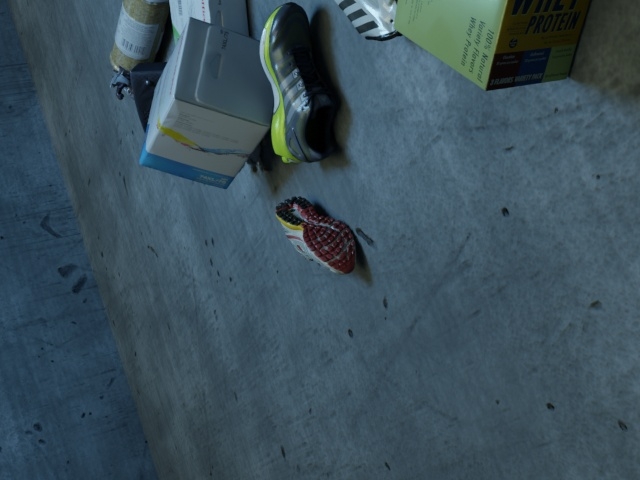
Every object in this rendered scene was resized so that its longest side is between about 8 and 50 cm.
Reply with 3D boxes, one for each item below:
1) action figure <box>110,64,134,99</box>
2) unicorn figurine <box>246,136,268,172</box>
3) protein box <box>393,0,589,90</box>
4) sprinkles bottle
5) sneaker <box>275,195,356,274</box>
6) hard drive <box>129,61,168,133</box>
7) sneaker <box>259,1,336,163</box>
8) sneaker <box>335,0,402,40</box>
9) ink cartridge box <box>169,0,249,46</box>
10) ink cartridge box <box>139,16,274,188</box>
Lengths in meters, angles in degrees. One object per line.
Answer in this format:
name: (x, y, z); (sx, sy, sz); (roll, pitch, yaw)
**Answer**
action figure: (-0.433, -0.363, 2.233); (0.285, 0.185, 0.099); (26, 95, 51)
unicorn figurine: (-0.150, -0.190, 1.906); (0.111, 0.060, 0.162); (53, 131, 53)
protein box: (0.214, -0.322, 1.086); (0.201, 0.135, 0.200); (47, 140, 43)
sprinkles bottle: (-0.443, -0.553, 2.201); (0.121, 0.121, 0.355); (66, 150, 18)
sneaker: (0.000, 0.000, 1.699); (0.225, 0.088, 0.093); (44, 159, 45)
hard drive: (-0.334, -0.309, 2.034); (0.255, 0.171, 0.054); (85, -176, -52)
sneaker: (-0.027, -0.280, 1.603); (0.121, 0.111, 0.300); (16, 122, 47)
sneaker: (0.126, -0.445, 1.211); (0.258, 0.169, 0.447); (59, 156, 14)
ink cartridge box: (-0.240, -0.470, 1.897); (0.219, 0.092, 0.160); (24, 123, 56)
ink cartridge box: (-0.224, -0.268, 1.774); (0.270, 0.197, 0.198); (136, 145, -56)
